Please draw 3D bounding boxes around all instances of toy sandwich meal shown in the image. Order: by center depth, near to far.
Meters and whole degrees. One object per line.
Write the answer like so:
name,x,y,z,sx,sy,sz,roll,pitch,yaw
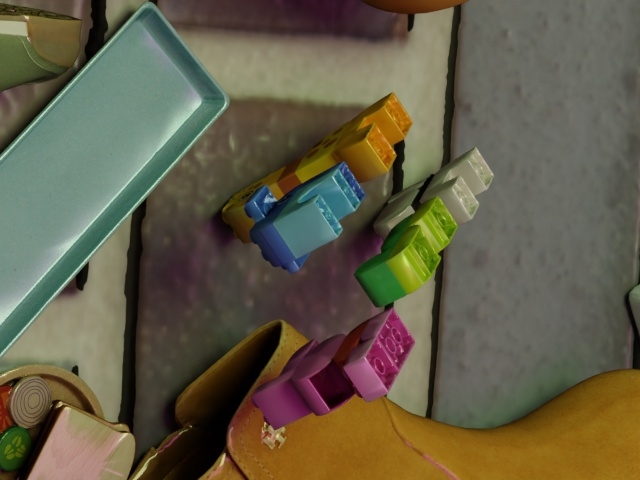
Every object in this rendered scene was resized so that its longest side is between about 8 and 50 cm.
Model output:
toy sandwich meal,-0.126,0.097,0.853,0.085,0.029,0.085,-4,97,-34

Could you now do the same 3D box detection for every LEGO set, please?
LEGO set,0.000,0.000,0.874,0.087,0.093,0.227,56,28,-12

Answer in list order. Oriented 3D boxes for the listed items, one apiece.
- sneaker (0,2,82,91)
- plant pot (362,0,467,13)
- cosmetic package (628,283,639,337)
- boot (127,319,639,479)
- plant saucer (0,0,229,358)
sneaker,-0.194,-0.061,0.776,0.192,0.064,0.086,1,103,-35
plant pot,0.019,-0.206,0.835,0.188,0.205,0.205,44,70,-46
cosmetic package,0.363,0.208,1.081,0.161,0.230,0.453,-29,109,-28
boot,0.043,0.110,0.927,0.295,0.104,0.211,-44,117,-18
plant saucer,-0.122,-0.021,0.851,0.192,0.018,0.067,-49,119,-19
